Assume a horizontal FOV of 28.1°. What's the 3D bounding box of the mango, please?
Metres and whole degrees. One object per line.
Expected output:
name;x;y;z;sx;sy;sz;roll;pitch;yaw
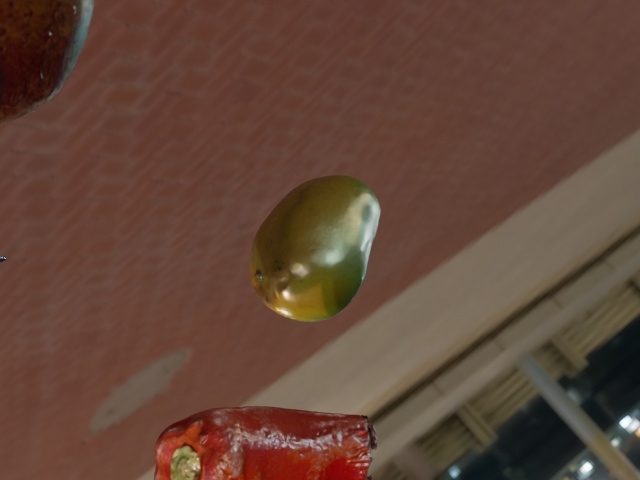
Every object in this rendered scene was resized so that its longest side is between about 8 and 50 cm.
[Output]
mango;0.000;0.000;1.707;0.251;0.156;0.114;-60;-176;-34

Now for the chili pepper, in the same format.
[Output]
chili pepper;-0.033;0.129;0.734;0.123;0.070;0.073;8;128;-31

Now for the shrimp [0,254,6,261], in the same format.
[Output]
shrimp;-0.500;0.001;1.339;0.221;0.411;0.166;109;7;-46

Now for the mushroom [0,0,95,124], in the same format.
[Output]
mushroom;-0.382;-0.250;1.265;0.356;0.331;0.334;-58;147;-71
